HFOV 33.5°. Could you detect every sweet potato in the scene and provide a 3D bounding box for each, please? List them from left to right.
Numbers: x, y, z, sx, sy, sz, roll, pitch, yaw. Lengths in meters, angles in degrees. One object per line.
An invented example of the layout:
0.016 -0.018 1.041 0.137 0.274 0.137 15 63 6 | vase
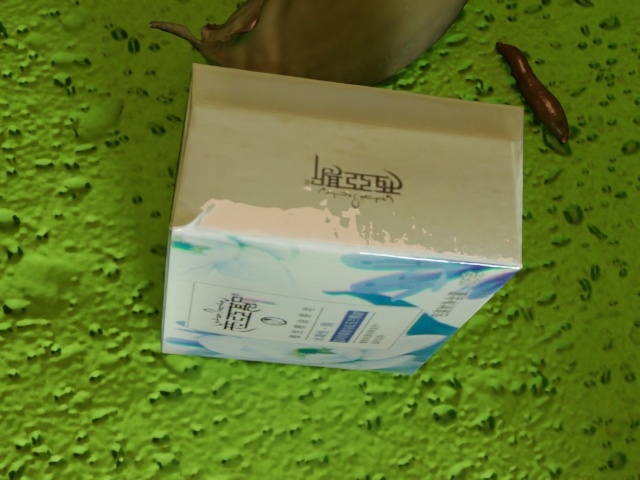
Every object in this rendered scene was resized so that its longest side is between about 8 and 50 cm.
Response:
0.191 -0.136 0.953 0.026 0.026 0.115 -24 76 -18 | sweet potato

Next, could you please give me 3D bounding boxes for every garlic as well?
-0.003 -0.210 0.861 0.338 0.196 0.151 -40 64 -19 | garlic

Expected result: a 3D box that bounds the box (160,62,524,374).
0.000 0.003 0.727 0.203 0.274 0.116 7 69 -7 | box
